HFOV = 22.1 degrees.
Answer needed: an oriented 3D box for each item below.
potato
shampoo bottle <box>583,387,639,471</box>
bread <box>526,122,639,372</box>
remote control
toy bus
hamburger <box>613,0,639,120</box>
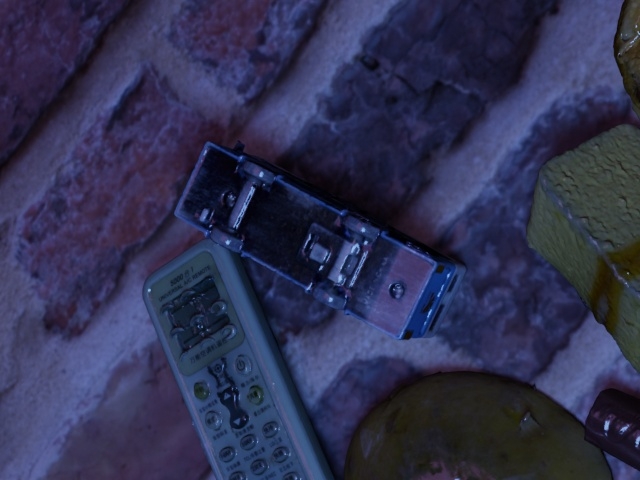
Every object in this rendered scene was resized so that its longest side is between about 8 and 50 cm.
[{"bbox_3d":[0.143,0.247,1.647,0.299,0.116,0.239,17,88,25],"label":"potato"},{"bbox_3d":[0.365,0.219,1.558,0.236,0.067,0.068,26,119,26],"label":"shampoo bottle"},{"bbox_3d":[0.316,0.028,1.584,0.266,0.142,0.178,49,122,23],"label":"bread"},{"bbox_3d":[-0.085,0.165,1.784,0.128,0.065,0.335,-33,72,30],"label":"remote control"},{"bbox_3d":[0.000,0.000,1.724,0.297,0.131,0.106,29,98,26],"label":"toy bus"},{"bbox_3d":[0.428,-0.204,1.516,0.318,0.158,0.319,-3,84,27],"label":"hamburger"}]
